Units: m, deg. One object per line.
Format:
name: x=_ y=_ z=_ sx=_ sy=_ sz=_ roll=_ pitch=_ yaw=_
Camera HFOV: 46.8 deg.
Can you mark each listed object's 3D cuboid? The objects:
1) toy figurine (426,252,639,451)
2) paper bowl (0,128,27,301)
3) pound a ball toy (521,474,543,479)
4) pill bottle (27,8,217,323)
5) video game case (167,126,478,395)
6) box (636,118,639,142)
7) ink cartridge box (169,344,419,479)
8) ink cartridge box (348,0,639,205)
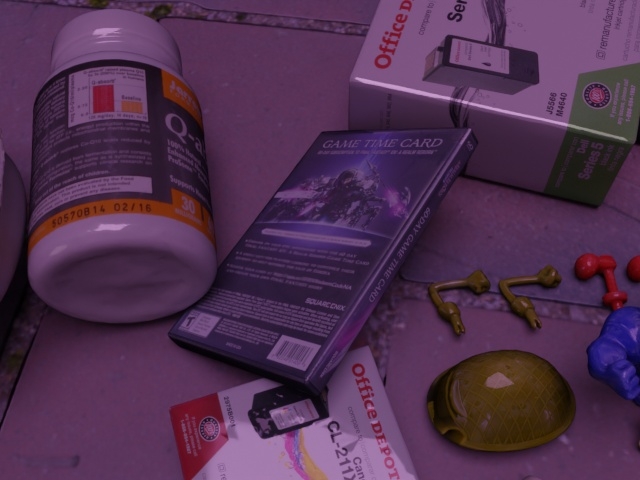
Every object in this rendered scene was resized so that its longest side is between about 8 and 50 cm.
toy figurine: x=0.270 y=0.052 z=0.581 sx=0.362 sy=0.217 sz=0.191 roll=-2 pitch=61 yaw=1
paper bowl: x=-0.371 y=-0.008 z=0.644 sx=0.284 sy=0.148 sz=0.284 roll=-12 pitch=68 yaw=32
pound a ball toy: x=0.047 y=0.287 z=0.506 sx=0.319 sy=0.136 sz=0.208 roll=-36 pitch=65 yaw=-17
pill bottle: x=-0.189 y=-0.076 z=0.702 sx=0.162 sy=0.162 sz=0.278 roll=-9 pitch=59 yaw=-3
video game case: x=0.000 y=0.000 z=0.672 sx=0.196 sy=0.026 sz=0.274 roll=7 pitch=53 yaw=47
box: x=0.410 y=-0.160 z=0.725 sx=0.156 sy=0.158 sz=0.093 roll=16 pitch=62 yaw=12
ink cartridge box: x=-0.020 y=0.176 z=0.606 sx=0.175 sy=0.072 sz=0.127 roll=-17 pitch=61 yaw=-6
ink cartridge box: x=0.183 y=-0.173 z=0.768 sx=0.272 sy=0.115 sz=0.198 roll=15 pitch=63 yaw=10
